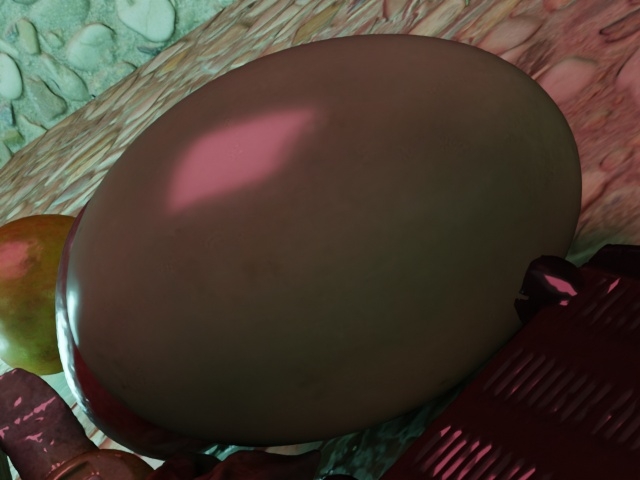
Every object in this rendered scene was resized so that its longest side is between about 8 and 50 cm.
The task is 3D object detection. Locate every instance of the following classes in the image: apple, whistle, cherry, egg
[{"bbox_3d":[-0.316,0.059,1.895,0.196,0.196,0.196,-38,17,14],"label":"apple"},{"bbox_3d":[-0.202,0.199,1.310,0.123,0.223,0.123,-32,-26,-18],"label":"whistle"},{"bbox_3d":[-0.122,0.048,1.398,0.213,0.236,0.285,1,70,46],"label":"cherry"},{"bbox_3d":[0.000,0.000,1.156,0.389,0.276,0.276,-26,19,8],"label":"egg"}]

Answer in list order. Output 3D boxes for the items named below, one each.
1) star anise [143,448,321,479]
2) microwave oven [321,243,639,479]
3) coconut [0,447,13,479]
[{"bbox_3d":[-0.114,0.252,1.085,0.315,0.108,0.315,-43,10,9],"label":"star anise"},{"bbox_3d":[0.150,0.139,0.545,0.188,0.247,0.178,-47,20,-13],"label":"microwave oven"},{"bbox_3d":[-0.410,0.255,1.349,0.404,0.404,0.404,-38,17,14],"label":"coconut"}]
